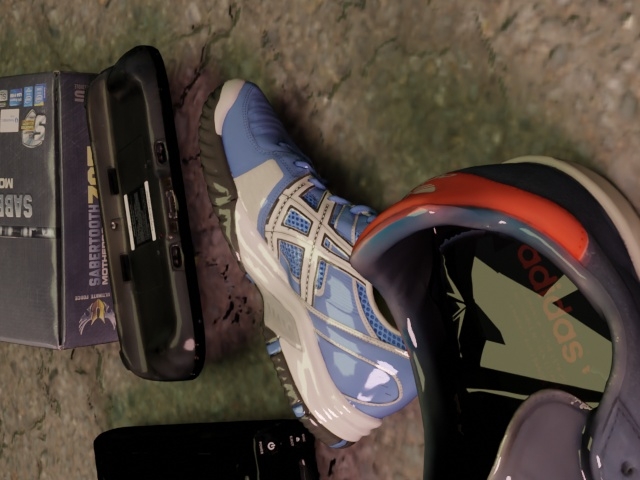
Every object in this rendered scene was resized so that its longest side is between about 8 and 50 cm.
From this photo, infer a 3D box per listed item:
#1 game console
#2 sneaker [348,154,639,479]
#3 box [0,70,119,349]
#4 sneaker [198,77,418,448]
[{"bbox_3d":[-0.083,0.063,0.621,0.213,0.044,0.362,-15,83,54],"label":"game console"},{"bbox_3d":[0.117,0.123,0.410,0.131,0.148,0.350,-44,65,33],"label":"sneaker"},{"bbox_3d":[-0.236,-0.023,0.764,0.232,0.059,0.184,4,96,41],"label":"box"},{"bbox_3d":[0.000,0.000,0.565,0.081,0.080,0.211,-29,73,16],"label":"sneaker"}]
